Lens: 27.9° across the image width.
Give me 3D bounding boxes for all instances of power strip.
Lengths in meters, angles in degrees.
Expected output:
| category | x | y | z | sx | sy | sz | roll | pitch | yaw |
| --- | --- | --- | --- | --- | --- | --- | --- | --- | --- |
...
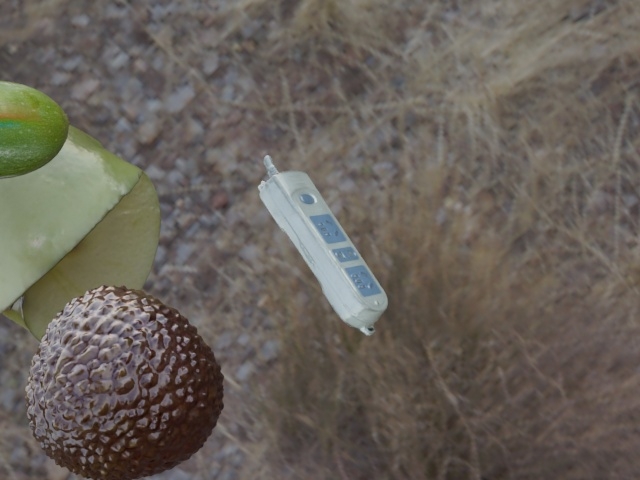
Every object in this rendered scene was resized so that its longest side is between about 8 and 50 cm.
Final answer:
| category | x | y | z | sx | sy | sz | roll | pitch | yaw |
| --- | --- | --- | --- | --- | --- | --- | --- | --- | --- |
| power strip | 0.000 | 0.000 | 1.127 | 0.030 | 0.047 | 0.191 | -47 | 66 | 33 |

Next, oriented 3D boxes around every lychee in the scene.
| category | x | y | z | sx | sy | sz | roll | pitch | yaw |
| --- | --- | --- | --- | --- | --- | --- | --- | --- | --- |
| lychee | -0.184 | 0.140 | 1.206 | 0.194 | 0.194 | 0.195 | -19 | 50 | 25 |

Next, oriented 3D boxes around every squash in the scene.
| category | x | y | z | sx | sy | sz | roll | pitch | yaw |
| --- | --- | --- | --- | --- | --- | --- | --- | --- | --- |
| squash | -0.283 | -0.089 | 1.022 | 0.095 | 0.188 | 0.095 | -1 | 89 | 53 |

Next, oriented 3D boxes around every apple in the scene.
| category | x | y | z | sx | sy | sz | roll | pitch | yaw |
| --- | --- | --- | --- | --- | --- | --- | --- | --- | --- |
| apple | -0.353 | -0.021 | 1.634 | 0.233 | 0.295 | 0.258 | 33 | 87 | 17 |
